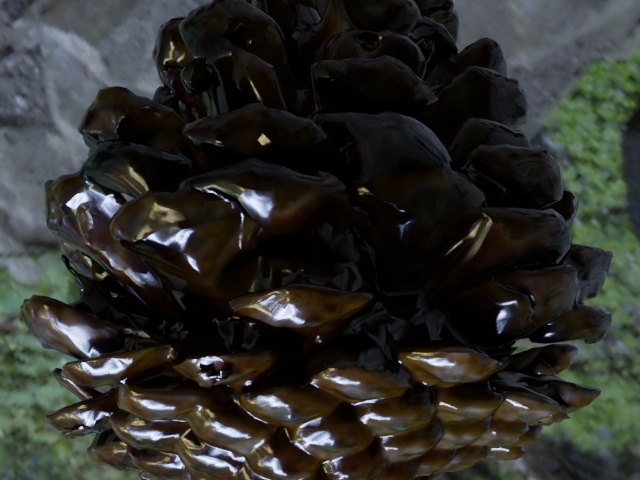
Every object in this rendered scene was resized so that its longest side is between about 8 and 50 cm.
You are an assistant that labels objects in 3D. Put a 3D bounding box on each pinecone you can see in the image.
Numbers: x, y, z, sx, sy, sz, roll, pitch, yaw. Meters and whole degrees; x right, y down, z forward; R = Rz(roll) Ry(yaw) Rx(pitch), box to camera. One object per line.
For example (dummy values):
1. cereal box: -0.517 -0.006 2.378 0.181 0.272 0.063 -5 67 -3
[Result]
1. pinecone: 0.000 0.000 0.424 0.173 0.173 0.173 -19 134 -21
